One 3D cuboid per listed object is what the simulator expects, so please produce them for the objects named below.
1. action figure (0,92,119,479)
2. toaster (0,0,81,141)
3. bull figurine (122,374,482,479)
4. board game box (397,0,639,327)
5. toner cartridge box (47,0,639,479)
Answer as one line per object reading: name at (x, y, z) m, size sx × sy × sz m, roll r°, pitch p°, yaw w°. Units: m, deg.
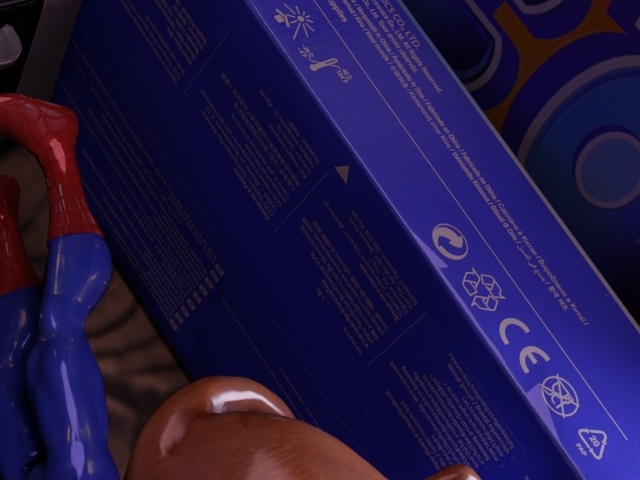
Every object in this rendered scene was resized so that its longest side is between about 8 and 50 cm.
action figure at (-0.125, 0.082, 0.563) m, size 0.139 × 0.091 × 0.280 m, roll 1°, pitch 58°, yaw -39°
toaster at (-0.207, -0.115, 0.627) m, size 0.168 × 0.110 × 0.185 m, roll -22°, pitch 70°, yaw -39°
bull figurine at (-0.018, 0.201, 0.484) m, size 0.188 × 0.101 × 0.310 m, roll 17°, pitch 80°, yaw -40°
board game box at (0.196, -0.127, 0.716) m, size 0.356 × 0.356 × 0.356 m, roll -28°, pitch 77°, yaw -41°
toner cartridge box at (0.000, 0.000, 0.643) m, size 0.075 × 0.165 × 0.348 m, roll -24°, pitch 75°, yaw -40°
